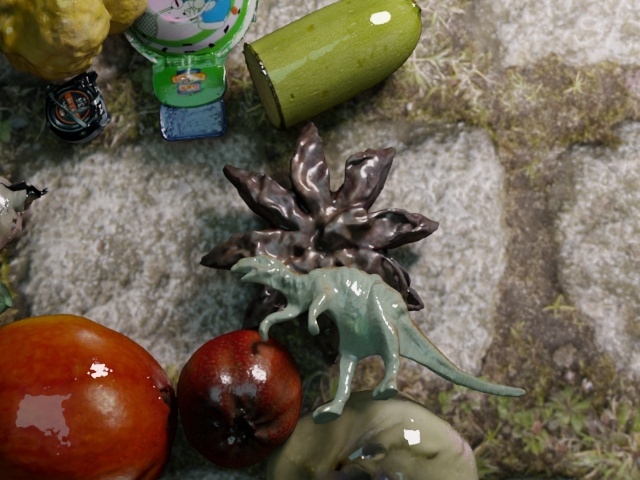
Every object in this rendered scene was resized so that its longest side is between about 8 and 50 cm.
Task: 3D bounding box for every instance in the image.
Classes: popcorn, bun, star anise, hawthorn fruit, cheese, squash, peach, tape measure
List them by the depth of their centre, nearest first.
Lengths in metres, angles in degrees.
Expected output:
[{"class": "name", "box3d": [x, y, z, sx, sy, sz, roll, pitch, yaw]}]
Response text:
[{"class": "bun", "box3d": [0.064, 0.313, 1.336, 0.273, 0.168, 0.273, -2, 80, 14]}, {"class": "peach", "box3d": [-0.316, 0.213, 1.344, 0.281, 0.238, 0.281, 2, 39, -2]}, {"class": "hawthorn fruit", "box3d": [-0.106, 0.193, 1.366, 0.169, 0.188, 0.169, -2, 112, -5]}, {"class": "star anise", "box3d": [-0.001, -0.002, 1.415, 0.332, 0.117, 0.331, 0, 82, -4]}, {"class": "popcorn", "box3d": [-0.362, -0.312, 1.422, 0.253, 0.190, 0.191, -32, 116, 33]}, {"class": "squash", "box3d": [0.028, -0.256, 1.452, 0.247, 0.132, 0.132, -25, 80, -6]}, {"class": "cheese", "box3d": [-0.185, -0.297, 1.494, 0.204, 0.083, 0.320, -5, 79, 3]}, {"class": "tape measure", "box3d": [-0.347, -0.185, 1.502, 0.091, 0.054, 0.094, -17, 73, 2]}]

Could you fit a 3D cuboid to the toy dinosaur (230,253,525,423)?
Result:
[{"class": "toy dinosaur", "box3d": [0.073, 0.128, 1.298, 0.393, 0.092, 0.205, 10, 51, -3]}]

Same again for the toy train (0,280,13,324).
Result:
[{"class": "toy train", "box3d": [-0.588, 0.167, 1.360, 0.397, 0.253, 0.160, -38, 79, -4]}]

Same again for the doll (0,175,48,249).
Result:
[{"class": "doll", "box3d": [-0.489, -0.048, 1.469, 0.192, 0.095, 0.149, 27, 81, 10]}]
